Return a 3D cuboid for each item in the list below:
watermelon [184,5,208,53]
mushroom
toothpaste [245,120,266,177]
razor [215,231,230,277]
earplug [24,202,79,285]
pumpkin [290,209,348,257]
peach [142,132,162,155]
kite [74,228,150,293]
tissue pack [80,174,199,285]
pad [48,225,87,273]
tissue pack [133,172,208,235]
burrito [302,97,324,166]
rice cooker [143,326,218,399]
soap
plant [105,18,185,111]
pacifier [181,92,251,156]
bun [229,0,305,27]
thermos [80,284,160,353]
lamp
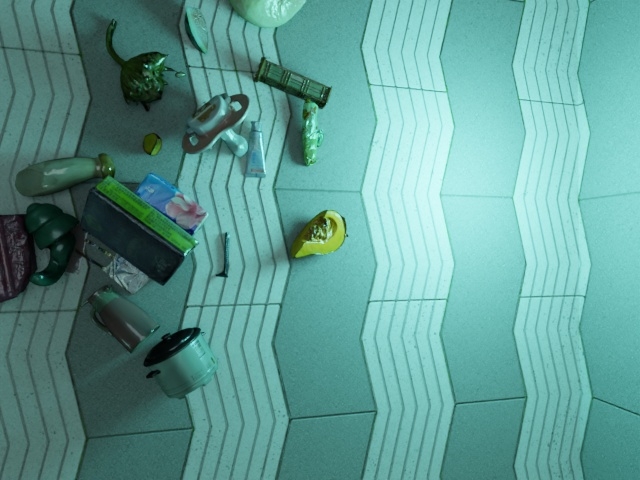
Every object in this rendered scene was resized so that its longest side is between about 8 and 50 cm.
[{"bbox_3d":[-0.507,-0.859,1.865,0.094,0.081,0.180,-15,109,-30],"label":"watermelon"},{"bbox_3d":[-0.961,-0.249,1.709,0.350,0.128,0.128,-14,93,-19],"label":"mushroom"},{"bbox_3d":[-0.273,-0.384,1.925,0.089,0.057,0.234,0,95,-13],"label":"toothpaste"},{"bbox_3d":[-0.396,0.059,1.897,0.066,0.033,0.190,2,84,27],"label":"razor"},{"bbox_3d":[-0.991,0.003,1.649,0.257,0.164,0.280,-40,109,-35],"label":"earplug"},{"bbox_3d":[-0.004,0.002,1.971,0.163,0.111,0.278,42,78,-26],"label":"pumpkin"},{"bbox_3d":[-0.669,-0.382,1.819,0.077,0.050,0.083,-15,83,9],"label":"peach"},{"bbox_3d":[-0.819,0.083,1.789,0.310,0.015,0.169,28,83,-14],"label":"kite"},{"bbox_3d":[-0.678,-0.028,1.690,0.394,0.288,0.124,39,49,-12],"label":"tissue pack"},{"bbox_3d":[-0.976,0.030,1.757,0.113,0.006,0.187,11,86,-13],"label":"pad"},{"bbox_3d":[-0.578,-0.129,1.765,0.270,0.209,0.137,35,72,-10],"label":"tissue pack"},{"bbox_3d":[-0.030,-0.465,1.972,0.104,0.054,0.287,-2,97,-31],"label":"burrito"},{"bbox_3d":[-0.538,0.458,1.746,0.280,0.241,0.227,-40,106,-48],"label":"rice cooker"},{"bbox_3d":[-1.158,0.067,1.647,0.220,0.127,0.324,-7,92,-14],"label":"soap"},{"bbox_3d":[-0.743,-0.678,1.804,0.333,0.180,0.251,36,87,22],"label":"plant"},{"bbox_3d":[-0.403,-0.450,1.805,0.332,0.220,0.273,-39,98,2],"label":"pacifier"},{"bbox_3d":[-0.215,-1.077,1.867,0.361,0.213,0.361,0,91,-16],"label":"bun"},{"bbox_3d":[-0.774,0.300,1.746,0.265,0.146,0.176,43,105,-2],"label":"thermos"},{"bbox_3d":[-0.117,-0.672,1.950,0.325,0.089,0.090,20,85,-13],"label":"lamp"}]
